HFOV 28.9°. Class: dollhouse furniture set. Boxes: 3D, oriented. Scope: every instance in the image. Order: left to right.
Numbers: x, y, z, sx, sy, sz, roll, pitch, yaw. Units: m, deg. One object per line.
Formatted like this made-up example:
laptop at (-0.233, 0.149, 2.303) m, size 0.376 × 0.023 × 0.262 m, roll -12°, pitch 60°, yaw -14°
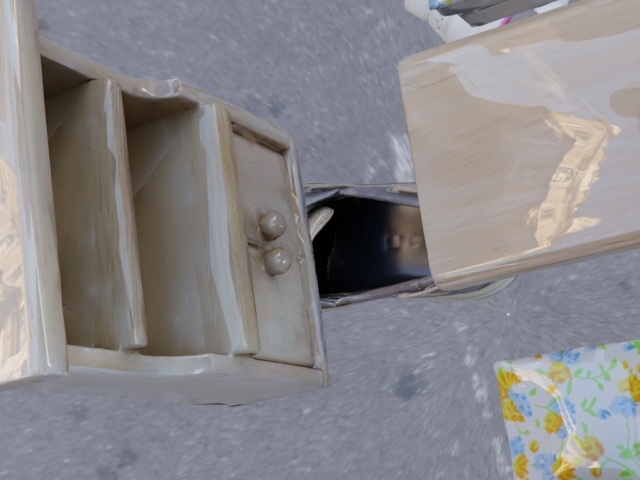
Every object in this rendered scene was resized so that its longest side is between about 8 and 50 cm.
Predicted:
dollhouse furniture set at (0.052, -0.041, 0.560) m, size 0.394 × 0.256 × 0.362 m, roll -15°, pitch 75°, yaw 25°

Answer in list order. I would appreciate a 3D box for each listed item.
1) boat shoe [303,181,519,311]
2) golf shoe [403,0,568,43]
boat shoe at (0.000, 0.000, 1.099) m, size 0.356 × 0.130 × 0.132 m, roll -9°, pitch 81°, yaw 24°
golf shoe at (0.220, -0.298, 1.184) m, size 0.140 × 0.115 × 0.306 m, roll 47°, pitch 118°, yaw 4°
